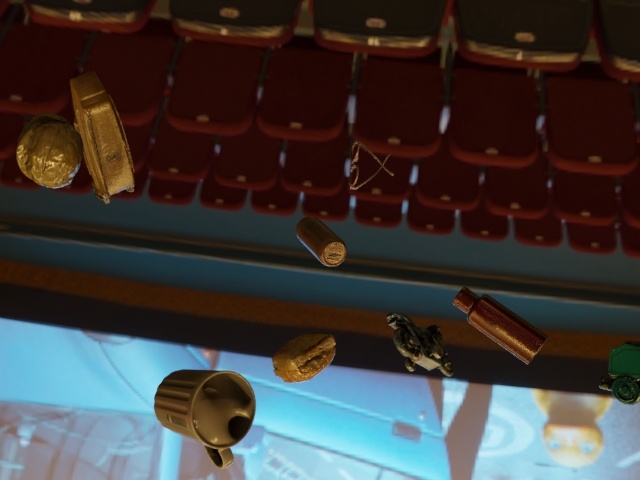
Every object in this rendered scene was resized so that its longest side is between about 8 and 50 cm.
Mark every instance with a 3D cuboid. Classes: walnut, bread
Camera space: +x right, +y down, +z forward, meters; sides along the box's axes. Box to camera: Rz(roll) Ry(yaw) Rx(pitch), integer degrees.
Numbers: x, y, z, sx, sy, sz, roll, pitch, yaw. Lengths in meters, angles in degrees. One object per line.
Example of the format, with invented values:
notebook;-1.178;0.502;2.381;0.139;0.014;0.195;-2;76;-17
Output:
walnut;-0.328;-0.109;0.949;0.092;0.092;0.092;6;165;2
bread;-0.032;0.250;1.653;0.125;0.082;0.106;-29;-165;-31

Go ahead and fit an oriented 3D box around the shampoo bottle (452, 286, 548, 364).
shampoo bottle;0.481;0.223;2.121;0.260;0.102;0.064;35;-147;19

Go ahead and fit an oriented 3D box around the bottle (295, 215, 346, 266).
bottle;0.000;0.000;1.374;0.053;0.053;0.140;14;-167;-25

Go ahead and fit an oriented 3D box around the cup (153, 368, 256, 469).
cup;-0.271;0.397;1.760;0.167;0.221;0.202;15;167;-37

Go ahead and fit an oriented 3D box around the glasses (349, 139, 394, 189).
glasses;0.130;-0.189;1.999;0.104;0.139;0.062;9;156;-17

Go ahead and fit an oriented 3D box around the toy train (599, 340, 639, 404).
toy train;0.762;0.315;1.831;0.198;0.154;0.107;5;174;28

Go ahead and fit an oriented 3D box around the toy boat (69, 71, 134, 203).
toy boat;-0.325;-0.149;1.155;0.068;0.088;0.226;-26;141;-20

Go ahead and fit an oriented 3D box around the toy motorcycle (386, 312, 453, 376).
toy motorcycle;0.256;0.257;1.981;0.092;0.135;0.254;-33;138;27
